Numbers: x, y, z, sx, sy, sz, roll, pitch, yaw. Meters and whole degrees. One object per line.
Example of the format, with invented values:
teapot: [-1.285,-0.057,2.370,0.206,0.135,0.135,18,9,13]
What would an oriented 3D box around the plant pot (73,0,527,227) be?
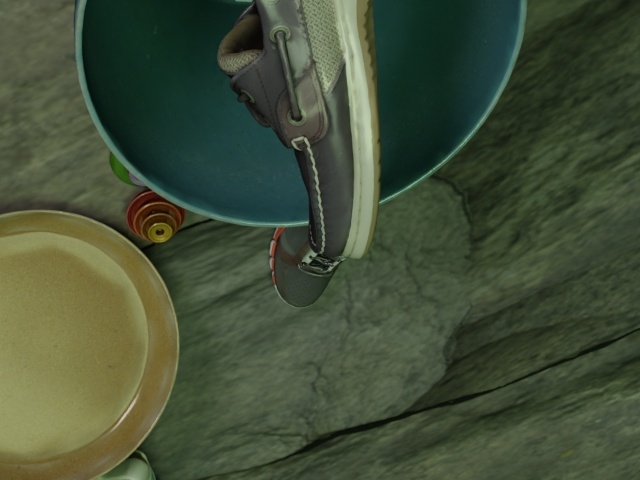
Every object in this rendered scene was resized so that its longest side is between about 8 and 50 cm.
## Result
plant pot: [-0.029,-0.183,1.008,0.290,0.195,0.290,-8,127,-10]

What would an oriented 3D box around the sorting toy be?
sorting toy: [-0.130,-0.037,1.184,0.061,0.042,0.102,-15,128,-5]

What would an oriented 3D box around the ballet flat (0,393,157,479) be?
ballet flat: [-0.204,0.197,1.299,0.087,0.083,0.247,-14,136,42]

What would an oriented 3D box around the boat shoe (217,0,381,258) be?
boat shoe: [-0.016,-0.115,0.879,0.092,0.103,0.285,-8,123,-4]

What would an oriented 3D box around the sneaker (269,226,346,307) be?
sneaker: [0.000,0.000,1.233,0.061,0.065,0.158,6,123,-19]

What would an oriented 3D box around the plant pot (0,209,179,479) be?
plant pot: [-0.232,0.090,1.205,0.236,0.032,0.236,-3,100,-20]
